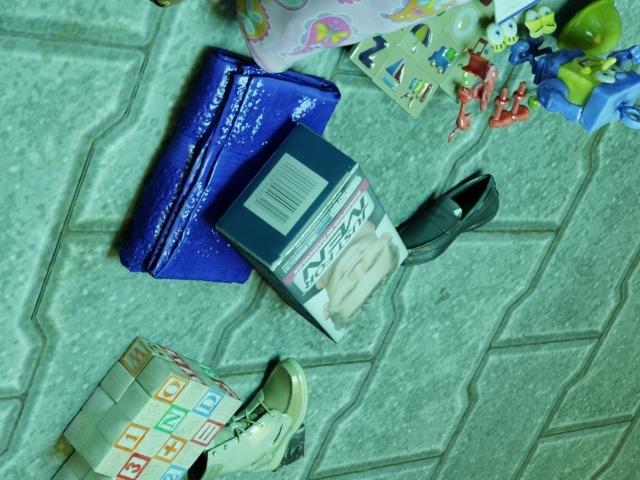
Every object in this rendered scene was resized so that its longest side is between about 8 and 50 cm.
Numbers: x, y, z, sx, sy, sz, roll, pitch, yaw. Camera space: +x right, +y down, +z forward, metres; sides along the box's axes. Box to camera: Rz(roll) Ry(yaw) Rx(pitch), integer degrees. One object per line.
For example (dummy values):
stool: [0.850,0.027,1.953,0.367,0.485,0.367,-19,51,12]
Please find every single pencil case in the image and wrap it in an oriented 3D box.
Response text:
pencil case: [0.037,-0.283,1.516,0.284,0.124,0.124,-16,154,35]

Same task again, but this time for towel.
towel: [-0.106,-0.079,1.710,0.227,0.076,0.308,8,117,-47]

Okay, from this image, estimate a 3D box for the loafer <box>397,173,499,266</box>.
loafer: [0.185,-0.034,2.051,0.223,0.076,0.078,-31,135,-30]

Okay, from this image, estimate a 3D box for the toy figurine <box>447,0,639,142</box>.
toy figurine: [0.377,-0.207,1.916,0.362,0.217,0.191,-23,139,-44]

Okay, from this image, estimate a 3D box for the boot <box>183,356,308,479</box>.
boot: [-0.115,0.276,2.020,0.165,0.077,0.213,-6,129,-40]

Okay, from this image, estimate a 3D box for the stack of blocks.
stack of blocks: [-0.268,0.293,1.868,0.297,0.087,0.171,-52,143,5]

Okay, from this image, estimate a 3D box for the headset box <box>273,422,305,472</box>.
headset box: [-0.058,0.322,2.153,0.062,0.032,0.083,-24,138,-29]

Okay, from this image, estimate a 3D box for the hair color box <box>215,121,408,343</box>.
hair color box: [0.000,0.000,1.790,0.174,0.105,0.347,-51,157,-6]

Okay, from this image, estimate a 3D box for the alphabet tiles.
alphabet tiles: [0.178,-0.340,1.781,0.343,0.011,0.285,-55,137,0]

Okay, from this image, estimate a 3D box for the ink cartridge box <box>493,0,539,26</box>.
ink cartridge box: [0.253,-0.471,1.706,0.175,0.069,0.371,-33,133,-21]

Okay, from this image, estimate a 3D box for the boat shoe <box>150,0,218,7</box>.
boat shoe: [-0.169,-0.283,1.475,0.178,0.064,0.060,-12,128,-42]
